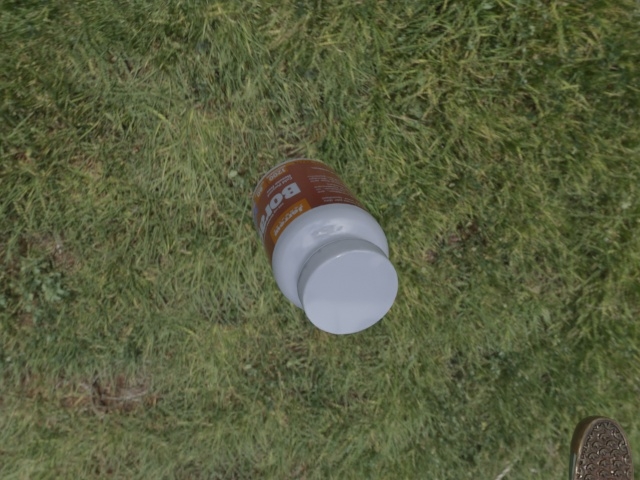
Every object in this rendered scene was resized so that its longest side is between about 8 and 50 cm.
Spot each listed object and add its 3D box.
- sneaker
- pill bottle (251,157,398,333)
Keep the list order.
[{"bbox_3d":[0.279,0.280,0.573,0.064,0.086,0.192,1,81,-5],"label":"sneaker"},{"bbox_3d":[0.000,0.000,0.580,0.121,0.216,0.121,-7,118,-14],"label":"pill bottle"}]
